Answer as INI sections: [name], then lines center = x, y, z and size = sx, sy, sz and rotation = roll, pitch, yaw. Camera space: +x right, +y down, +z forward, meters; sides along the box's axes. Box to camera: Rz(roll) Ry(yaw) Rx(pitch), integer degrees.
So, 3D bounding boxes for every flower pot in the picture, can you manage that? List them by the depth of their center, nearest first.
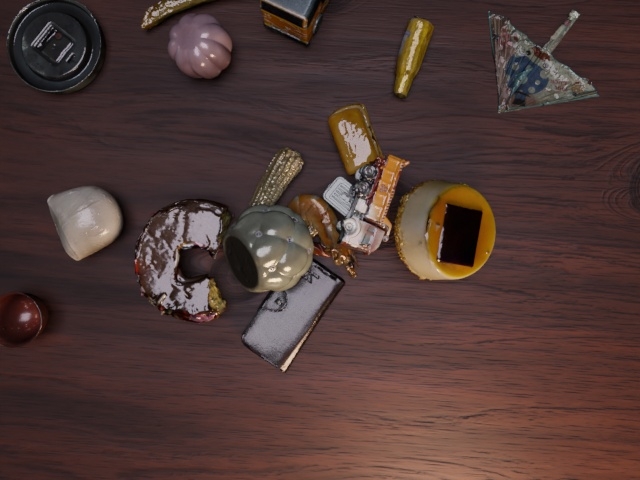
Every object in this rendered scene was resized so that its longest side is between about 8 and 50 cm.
[flower pot]
center = -0.137, 0.021, 1.603
size = 0.195, 0.246, 0.246
rotation = -28, 88, -32

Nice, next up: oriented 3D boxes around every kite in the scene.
[kite]
center = 0.623, -0.516, 1.710
size = 0.406, 0.014, 0.369
rotation = 38, 91, 1

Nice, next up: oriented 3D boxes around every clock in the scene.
[clock]
center = -0.761, -0.562, 1.726
size = 0.280, 0.055, 0.281
rotation = 0, 89, 1

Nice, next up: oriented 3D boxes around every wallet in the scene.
[wallet]
center = -0.081, 0.202, 1.705
size = 0.172, 0.045, 0.318
rotation = 35, 89, 0

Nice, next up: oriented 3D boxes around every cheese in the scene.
[cheese]
center = -0.654, -0.063, 1.670
size = 0.188, 0.154, 0.198
rotation = -22, 88, -4

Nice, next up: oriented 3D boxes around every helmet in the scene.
[helmet]
center = -0.848, 0.221, 1.693
size = 0.175, 0.106, 0.155
rotation = -38, 90, 4

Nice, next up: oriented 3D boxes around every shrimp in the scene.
[shrimp]
center = 0.000, 0.000, 1.689
size = 0.152, 0.063, 0.287
rotation = -28, 100, 16

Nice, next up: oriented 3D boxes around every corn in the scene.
[corn]
center = -0.128, -0.168, 1.697
size = 0.087, 0.087, 0.211
rotation = 34, 97, 2

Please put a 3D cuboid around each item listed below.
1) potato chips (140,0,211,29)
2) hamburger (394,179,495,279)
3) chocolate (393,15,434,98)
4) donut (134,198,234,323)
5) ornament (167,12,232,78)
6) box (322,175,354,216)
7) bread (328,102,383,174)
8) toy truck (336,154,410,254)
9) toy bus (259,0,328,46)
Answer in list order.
[potato chips]
center = -0.328, -0.700, 1.715
size = 0.406, 0.057, 0.080
rotation = -15, 95, 2
[hamburger]
center = 0.330, -0.026, 1.608
size = 0.293, 0.179, 0.276
rotation = 7, 90, -28
[chocolate]
center = 0.257, -0.515, 1.690
size = 0.085, 0.085, 0.220
rotation = 15, 91, 2
[donut]
center = -0.386, 0.056, 1.672
size = 0.259, 0.136, 0.346
rotation = 2, 89, 3
[ornament]
center = -0.334, -0.541, 1.672
size = 0.177, 0.177, 0.178
rotation = 0, 89, 1
[box]
center = 0.070, -0.117, 1.693
size = 0.122, 0.069, 0.084
rotation = 40, 89, 1
[bread]
center = 0.099, -0.291, 1.695
size = 0.115, 0.077, 0.201
rotation = -20, 88, 9
[toy truck]
center = 0.139, -0.099, 1.606
size = 0.135, 0.114, 0.271
rotation = 21, 86, -6
[toy bus]
center = -0.034, -0.734, 1.640
size = 0.161, 0.194, 0.324
rotation = 26, 90, 3
